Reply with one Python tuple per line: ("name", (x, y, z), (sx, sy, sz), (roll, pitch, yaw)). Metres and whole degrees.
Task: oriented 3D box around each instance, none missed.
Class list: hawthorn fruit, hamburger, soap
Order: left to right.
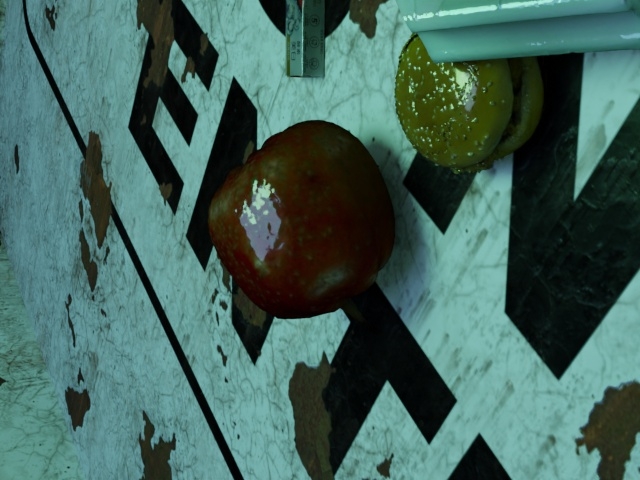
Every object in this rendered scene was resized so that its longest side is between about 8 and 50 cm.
("hawthorn fruit", (0.000, 0.000, 1.228), (0.300, 0.254, 0.254), (51, 143, 1))
("hamburger", (0.160, -0.167, 1.032), (0.191, 0.118, 0.181), (-60, 43, 48))
("soap", (0.186, -0.271, 0.877), (0.290, 0.095, 0.172), (5, 74, 41))

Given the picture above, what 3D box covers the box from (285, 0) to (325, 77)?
("box", (-0.023, -0.355, 1.357), (0.055, 0.040, 0.218), (18, 110, 57))
